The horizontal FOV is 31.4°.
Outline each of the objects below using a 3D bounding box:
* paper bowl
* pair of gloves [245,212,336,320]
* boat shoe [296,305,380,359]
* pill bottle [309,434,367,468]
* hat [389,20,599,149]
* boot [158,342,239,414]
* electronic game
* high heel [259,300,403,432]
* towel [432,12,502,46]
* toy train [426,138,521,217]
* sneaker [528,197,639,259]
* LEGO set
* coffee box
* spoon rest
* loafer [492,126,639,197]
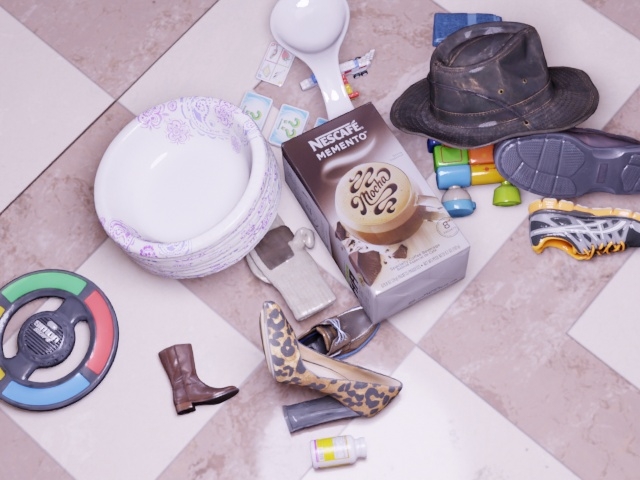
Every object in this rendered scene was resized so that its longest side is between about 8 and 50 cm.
[{"bbox_3d":[-0.199,-0.072,1.787,0.284,0.148,0.284,-7,60,13],"label":"paper bowl"},{"bbox_3d":[0.000,0.000,1.830,0.240,0.042,0.204,-35,67,-16],"label":"pair of gloves"},{"bbox_3d":[0.015,0.154,1.757,0.183,0.066,0.066,-33,72,-9],"label":"boat shoe"},{"bbox_3d":[0.027,0.316,1.710,0.083,0.043,0.043,-7,70,-1],"label":"pill bottle"},{"bbox_3d":[0.267,-0.267,1.790,0.331,0.134,0.331,-7,28,4],"label":"hat"},{"bbox_3d":[-0.190,0.202,1.767,0.106,0.037,0.114,-16,65,-6],"label":"boot"},{"bbox_3d":[-0.430,0.154,1.785,0.229,0.048,0.229,-1,69,2],"label":"electronic game"},{"bbox_3d":[0.015,0.165,1.670,0.186,0.261,0.093,-15,38,-1],"label":"high heel"},{"bbox_3d":[0.253,-0.362,1.960,0.119,0.029,0.067,2,69,3],"label":"towel"},{"bbox_3d":[0.302,-0.119,1.836,0.247,0.105,0.144,-5,80,0],"label":"toy train"},{"bbox_3d":[0.431,-0.007,1.798,0.214,0.084,0.083,8,71,16],"label":"sneaker"},{"bbox_3d":[-0.024,-0.267,1.923,0.182,0.060,0.244,20,71,5],"label":"LEGO set"},{"bbox_3d":[0.080,-0.046,1.759,0.168,0.119,0.297,-27,65,-11],"label":"coffee box"},{"bbox_3d":[0.002,-0.312,1.879,0.137,0.084,0.276,-19,66,2],"label":"spoon rest"},{"bbox_3d":[0.405,-0.130,1.808,0.302,0.109,0.095,4,28,-15],"label":"loafer"}]
